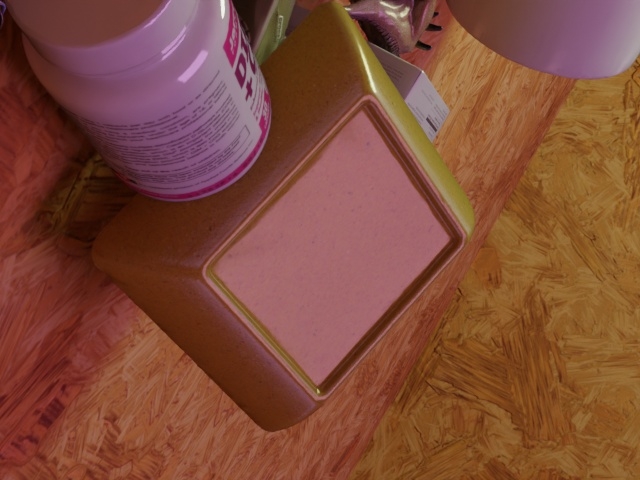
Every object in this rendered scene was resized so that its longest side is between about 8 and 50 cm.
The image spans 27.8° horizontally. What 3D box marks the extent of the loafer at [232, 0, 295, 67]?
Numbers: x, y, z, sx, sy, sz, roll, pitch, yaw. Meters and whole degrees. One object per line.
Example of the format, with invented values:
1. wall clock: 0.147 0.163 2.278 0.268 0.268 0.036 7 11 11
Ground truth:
1. loafer: -0.081 -0.197 1.233 0.268 0.102 0.092 -59 158 -7

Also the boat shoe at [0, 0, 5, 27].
1. boat shoe: -0.244 -0.158 0.857 0.066 0.066 0.183 -29 145 -62

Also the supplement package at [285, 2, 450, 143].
1. supplement package: -0.019 -0.094 1.417 0.262 0.199 0.198 -60 164 1

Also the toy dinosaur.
1. toy dinosaur: 0.079 -0.261 1.405 0.295 0.127 0.200 -74 178 -53

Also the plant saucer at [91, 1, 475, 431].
1. plant saucer: 0.000 0.000 1.244 0.333 0.081 0.332 -47 131 -10

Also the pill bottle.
1. pill bottle: -0.139 -0.149 1.024 0.160 0.160 0.283 -58 164 -11

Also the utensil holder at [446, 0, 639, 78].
1. utensil holder: 0.369 -0.463 1.777 0.327 0.328 0.385 -43 159 -48
